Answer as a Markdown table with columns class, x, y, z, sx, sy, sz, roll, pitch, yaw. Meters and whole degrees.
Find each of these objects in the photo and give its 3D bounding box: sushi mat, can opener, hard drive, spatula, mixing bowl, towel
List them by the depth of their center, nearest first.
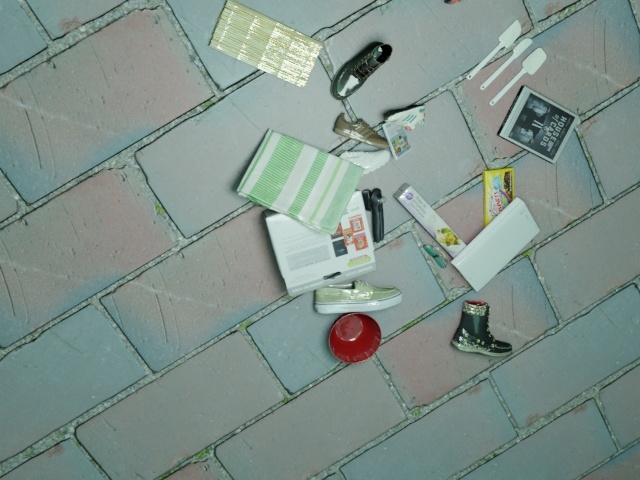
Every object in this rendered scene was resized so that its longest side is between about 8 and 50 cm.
| class | x | y | z | sx | sy | sz | roll | pitch | yaw |
| --- | --- | --- | --- | --- | --- | --- | --- | --- | --- |
| sushi mat | -0.161 | -0.586 | 1.827 | 0.316 | 0.019 | 0.152 | 21 | 101 | -16 |
| towel | -0.060 | -0.180 | 1.856 | 0.324 | 0.038 | 0.248 | 24 | 75 | 5 |
| spatula | 0.604 | -0.567 | 1.983 | 0.168 | 0.019 | 0.242 | 43 | 93 | -19 |
| can opener | 0.187 | -0.083 | 2.016 | 0.059 | 0.073 | 0.186 | -31 | 117 | -43 |
| mixing bowl | 0.108 | 0.313 | 2.074 | 0.181 | 0.098 | 0.182 | -3 | 106 | -10 |
| hard drive | 0.602 | 0.020 | 2.087 | 0.307 | 0.040 | 0.203 | -45 | 134 | 3 |

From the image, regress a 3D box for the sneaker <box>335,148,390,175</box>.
| class | x | y | z | sx | sy | sz | roll | pitch | yaw |
| --- | --- | --- | --- | --- | --- | --- | --- | --- | --- |
| sneaker | 0.108 | -0.249 | 1.937 | 0.234 | 0.090 | 0.095 | -23 | 98 | -6 |

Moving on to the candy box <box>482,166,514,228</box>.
| class | x | y | z | sx | sy | sz | roll | pitch | yaw |
| --- | --- | --- | --- | --- | --- | --- | --- | --- | --- |
| candy box | 0.610 | -0.143 | 2.091 | 0.105 | 0.027 | 0.206 | -7 | 106 | -6 |

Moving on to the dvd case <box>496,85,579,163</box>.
| class | x | y | z | sx | sy | sz | roll | pitch | yaw |
| --- | --- | --- | --- | --- | --- | --- | --- | --- | --- |
| dvd case | 0.732 | -0.385 | 2.051 | 0.238 | 0.029 | 0.179 | 23 | 100 | -15 |

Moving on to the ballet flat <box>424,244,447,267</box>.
| class | x | y | z | sx | sy | sz | roll | pitch | yaw |
| --- | --- | --- | --- | --- | --- | --- | --- | --- | --- |
| ballet flat | 0.399 | 0.045 | 2.097 | 0.041 | 0.041 | 0.114 | -43 | 108 | 2 |

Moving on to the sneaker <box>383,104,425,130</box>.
| class | x | y | z | sx | sy | sz | roll | pitch | yaw |
| --- | --- | --- | --- | --- | --- | --- | --- | --- | --- |
| sneaker | 0.270 | -0.380 | 1.929 | 0.161 | 0.057 | 0.076 | -21 | 114 | -30 |

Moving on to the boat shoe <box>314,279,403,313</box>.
| class | x | y | z | sx | sy | sz | roll | pitch | yaw |
| --- | --- | --- | --- | --- | --- | --- | --- | --- | --- |
| boat shoe | 0.128 | 0.182 | 2.041 | 0.302 | 0.109 | 0.094 | -6 | 102 | -7 |

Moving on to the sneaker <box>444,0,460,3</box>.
| class | x | y | z | sx | sy | sz | roll | pitch | yaw |
| --- | --- | --- | --- | --- | --- | --- | --- | --- | --- |
| sneaker | 0.347 | -0.862 | 1.795 | 0.148 | 0.131 | 0.350 | -38 | 109 | -4 |

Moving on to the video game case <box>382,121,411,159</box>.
| class | x | y | z | sx | sy | sz | roll | pitch | yaw |
| --- | --- | --- | --- | --- | --- | --- | --- | --- | --- |
| video game case | 0.245 | -0.330 | 1.954 | 0.087 | 0.011 | 0.122 | -37 | 112 | -37 |

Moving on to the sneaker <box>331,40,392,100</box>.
| class | x | y | z | sx | sy | sz | roll | pitch | yaw |
| --- | --- | --- | --- | --- | --- | --- | --- | --- | --- |
| sneaker | 0.120 | -0.517 | 1.848 | 0.083 | 0.118 | 0.222 | 39 | 94 | -18 |

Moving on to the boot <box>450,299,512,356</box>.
| class | x | y | z | sx | sy | sz | roll | pitch | yaw |
| --- | --- | --- | --- | --- | --- | --- | --- | --- | --- |
| boot | 0.593 | 0.314 | 2.178 | 0.236 | 0.085 | 0.179 | 9 | 100 | -13 |

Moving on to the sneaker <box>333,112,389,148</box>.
| class | x | y | z | sx | sy | sz | roll | pitch | yaw |
| --- | --- | --- | --- | --- | --- | --- | --- | --- | --- |
| sneaker | 0.139 | -0.344 | 1.924 | 0.188 | 0.066 | 0.071 | 15 | 100 | -15 |

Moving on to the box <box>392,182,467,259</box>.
| class | x | y | z | sx | sy | sz | roll | pitch | yaw |
| --- | --- | --- | --- | --- | --- | --- | --- | --- | --- |
| box | 0.374 | -0.057 | 2.047 | 0.063 | 0.067 | 0.324 | -46 | 107 | 1 |

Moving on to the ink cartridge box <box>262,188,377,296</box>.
| class | x | y | z | sx | sy | sz | roll | pitch | yaw |
| --- | --- | --- | --- | --- | --- | --- | --- | --- | --- |
| ink cartridge box | 0.000 | 0.000 | 1.952 | 0.309 | 0.130 | 0.272 | -16 | 106 | -6 |
